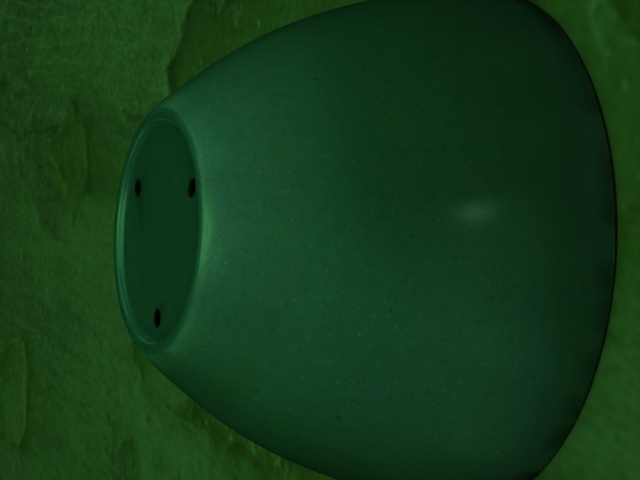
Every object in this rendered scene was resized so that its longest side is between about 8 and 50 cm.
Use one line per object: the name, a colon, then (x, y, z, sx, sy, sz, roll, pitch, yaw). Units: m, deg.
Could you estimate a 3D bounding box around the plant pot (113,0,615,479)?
plant pot: (0.000, 0.000, 1.067, 0.290, 0.195, 0.290, -11, 78, 63)
